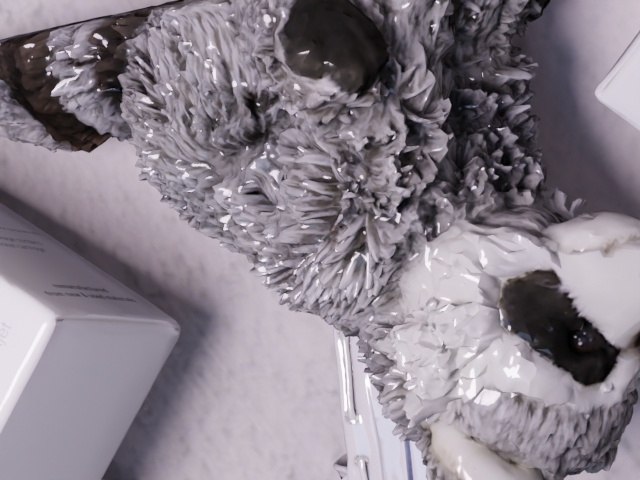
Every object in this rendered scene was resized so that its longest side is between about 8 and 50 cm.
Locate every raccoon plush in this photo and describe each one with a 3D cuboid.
[{"bbox_3d":[0.000,0.000,1.098,0.446,0.216,0.299,-1,105,52],"label":"raccoon plush"}]

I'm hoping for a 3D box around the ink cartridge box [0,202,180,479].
[{"bbox_3d":[-0.325,0.071,1.180,0.385,0.160,0.279,31,99,22],"label":"ink cartridge box"}]

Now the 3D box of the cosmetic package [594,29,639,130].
[{"bbox_3d":[0.330,-0.169,0.919,0.217,0.156,0.385,38,120,4],"label":"cosmetic package"}]

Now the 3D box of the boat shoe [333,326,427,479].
[{"bbox_3d":[0.051,0.145,1.197,0.084,0.095,0.258,3,101,25],"label":"boat shoe"}]
